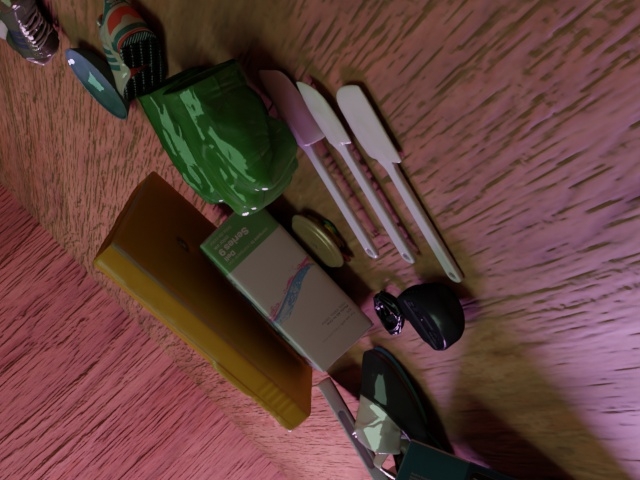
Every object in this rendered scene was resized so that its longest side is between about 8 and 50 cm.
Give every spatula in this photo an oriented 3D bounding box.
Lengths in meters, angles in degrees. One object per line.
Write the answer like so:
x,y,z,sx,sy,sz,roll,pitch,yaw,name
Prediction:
0.040,-0.060,0.975,0.168,0.019,0.242,14,146,50,spatula

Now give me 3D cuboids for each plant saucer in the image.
-0.294,-0.215,1.380,0.119,0.021,0.119,40,161,17,plant saucer

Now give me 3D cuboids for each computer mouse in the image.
0.105,0.076,1.105,0.071,0.041,0.242,56,168,-5,computer mouse

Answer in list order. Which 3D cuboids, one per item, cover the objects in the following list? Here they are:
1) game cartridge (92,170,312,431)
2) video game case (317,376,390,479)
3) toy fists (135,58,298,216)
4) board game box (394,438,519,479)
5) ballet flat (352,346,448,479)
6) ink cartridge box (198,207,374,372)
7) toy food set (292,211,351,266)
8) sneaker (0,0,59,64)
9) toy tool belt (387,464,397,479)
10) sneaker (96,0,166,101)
-0.137,0.071,1.345,0.323,0.053,0.285,45,-165,-14,game cartridge
0.053,0.297,1.574,0.193,0.023,0.212,60,177,7,video game case
-0.100,-0.105,1.046,0.142,0.096,0.279,64,164,-16,toy fists
0.211,0.370,1.301,0.254,0.079,0.336,20,157,10,board game box
0.106,0.266,1.413,0.095,0.096,0.280,26,154,48,ballet flat
-0.047,0.055,1.267,0.212,0.093,0.154,45,173,-5,ink cartridge box
0.000,0.000,1.188,0.082,0.020,0.083,29,155,43,toy food set
-0.381,-0.285,1.369,0.086,0.064,0.192,41,164,-11,sneaker
0.141,0.430,1.777,0.051,0.052,0.083,37,163,52,toy tool belt
-0.216,-0.219,1.160,0.075,0.057,0.161,60,166,11,sneaker
